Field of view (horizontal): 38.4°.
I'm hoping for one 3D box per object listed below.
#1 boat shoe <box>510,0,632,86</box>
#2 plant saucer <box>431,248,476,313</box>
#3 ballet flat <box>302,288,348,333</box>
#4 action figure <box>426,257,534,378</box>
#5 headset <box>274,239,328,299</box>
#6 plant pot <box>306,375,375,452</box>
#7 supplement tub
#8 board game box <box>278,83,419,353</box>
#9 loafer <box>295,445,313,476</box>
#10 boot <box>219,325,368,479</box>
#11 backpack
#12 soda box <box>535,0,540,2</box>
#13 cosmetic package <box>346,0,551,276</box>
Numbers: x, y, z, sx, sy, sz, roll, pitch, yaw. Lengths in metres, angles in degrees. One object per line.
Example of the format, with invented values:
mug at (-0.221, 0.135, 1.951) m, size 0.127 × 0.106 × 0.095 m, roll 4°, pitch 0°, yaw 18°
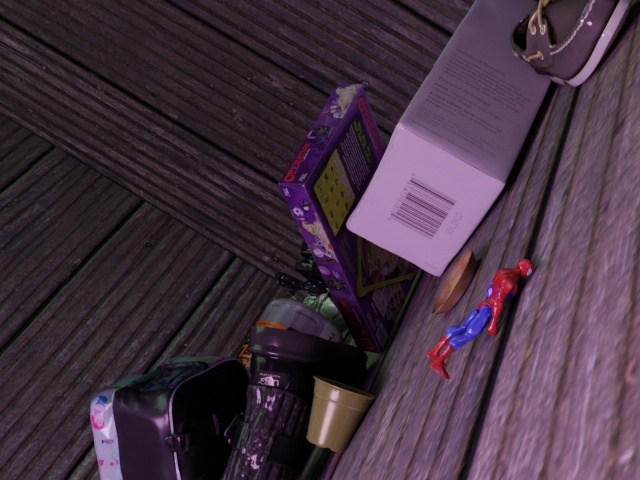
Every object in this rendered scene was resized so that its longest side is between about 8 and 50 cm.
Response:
boat shoe at (0.284, -0.245, 1.077) m, size 0.109 × 0.091 × 0.305 m, roll -59°, pitch -1°, yaw 6°
plant saucer at (0.150, 0.048, 1.010) m, size 0.083 × 0.015 × 0.083 m, roll -59°, pitch -1°, yaw -1°
ballet flat at (0.072, 0.109, 2.217) m, size 0.409 × 0.147 × 0.147 m, roll -59°, pitch -1°, yaw 23°
action figure at (0.132, 0.060, 0.740) m, size 0.115 × 0.030 × 0.038 m, roll -54°, pitch 6°, yaw 15°
headset at (0.000, 0.000, 2.011) m, size 0.394 × 0.185 × 0.243 m, roll 100°, pitch -175°, yaw -53°
plant pot at (0.018, 0.222, 1.159) m, size 0.083 × 0.083 × 0.079 m, roll 111°, pitch 177°, yaw -85°
supplement tub at (-0.107, 0.321, 2.130) m, size 0.338 × 0.207 × 0.207 m, roll -59°, pitch -1°, yaw -23°
board game box at (0.057, -0.024, 1.324) m, size 0.208 × 0.056 × 0.347 m, roll -58°, pitch -40°, yaw -33°
loafer at (-0.104, 0.369, 1.450) m, size 0.111 × 0.112 × 0.319 m, roll -40°, pitch 2°, yaw 31°
boot at (-0.040, 0.266, 1.292) m, size 0.348 × 0.131 × 0.260 m, roll 31°, pitch -115°, yaw -67°
backpack at (-0.196, 0.278, 1.314) m, size 0.253 × 0.191 × 0.225 m, roll -26°, pitch -68°, yaw -61°
soda box at (0.313, -0.292, 1.461) m, size 0.210 × 0.067 × 0.071 m, roll 104°, pitch -167°, yaw -46°
cosmetic package at (0.202, -0.166, 1.277) m, size 0.385 × 0.156 × 0.217 m, roll -60°, pitch -2°, yaw -41°
